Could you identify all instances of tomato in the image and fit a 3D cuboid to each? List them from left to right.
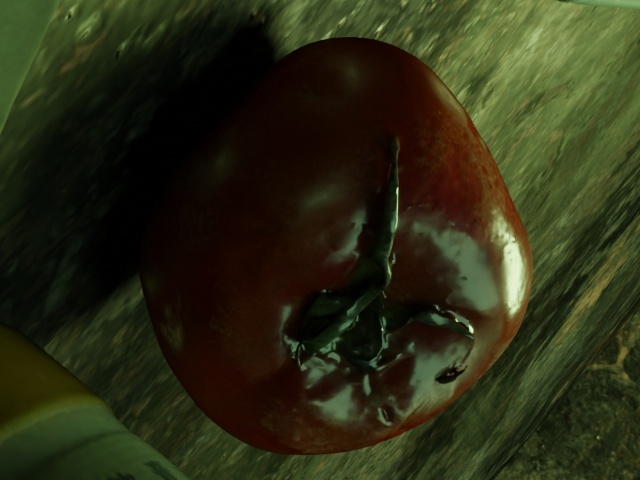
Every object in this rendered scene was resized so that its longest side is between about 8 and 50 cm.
[{"bbox_3d":[0.000,0.000,0.815,0.187,0.151,0.187,-9,129,-12],"label":"tomato"}]

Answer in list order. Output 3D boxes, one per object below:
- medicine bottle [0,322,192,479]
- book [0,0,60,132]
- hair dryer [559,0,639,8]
[{"bbox_3d":[-0.120,0.188,0.710,0.238,0.232,0.238,-48,164,-18],"label":"medicine bottle"},{"bbox_3d":[-0.130,-0.074,0.402,0.215,0.025,0.283,-4,132,-53],"label":"book"},{"bbox_3d":[0.201,-0.171,1.080,0.357,0.173,0.107,-2,126,-46],"label":"hair dryer"}]
